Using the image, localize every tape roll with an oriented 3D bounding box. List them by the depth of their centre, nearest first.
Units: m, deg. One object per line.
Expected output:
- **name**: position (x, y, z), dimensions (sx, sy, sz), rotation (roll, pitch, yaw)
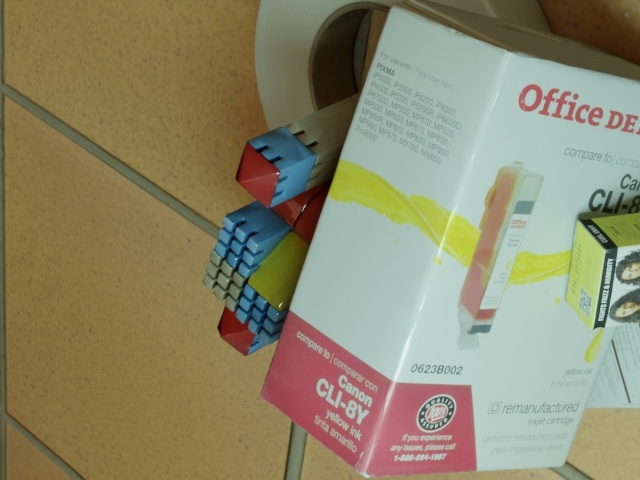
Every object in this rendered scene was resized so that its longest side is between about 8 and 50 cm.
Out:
- **tape roll**: position (0.086, -0.162, 1.544), dimensions (0.392, 0.072, 0.392), rotation (24, 127, 38)

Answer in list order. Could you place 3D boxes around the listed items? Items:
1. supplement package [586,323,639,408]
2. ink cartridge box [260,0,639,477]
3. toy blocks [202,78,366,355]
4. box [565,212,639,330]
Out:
- **supplement package**: position (0.330, 0.096, 1.395), dimensions (0.179, 0.105, 0.105), rotation (-8, 103, 48)
- **ink cartridge box**: position (0.147, 0.004, 1.301), dimensions (0.160, 0.279, 0.385), rotation (32, 110, 46)
- **toy blocks**: position (0.000, 0.000, 1.465), dimensions (0.191, 0.261, 0.381), rotation (42, 136, 23)
- **box**: position (0.332, 0.017, 1.256), dimensions (0.058, 0.232, 0.087), rotation (-122, 30, -55)
